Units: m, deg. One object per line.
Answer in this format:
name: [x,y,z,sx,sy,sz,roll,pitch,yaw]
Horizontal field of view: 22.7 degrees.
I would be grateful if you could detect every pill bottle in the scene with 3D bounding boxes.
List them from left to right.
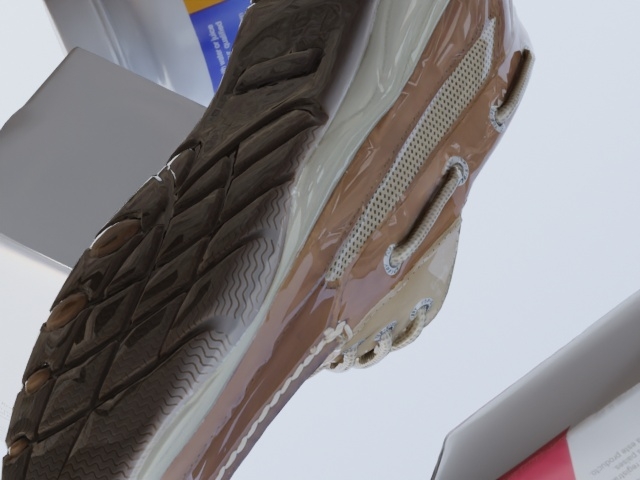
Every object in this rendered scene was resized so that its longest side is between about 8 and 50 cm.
pill bottle: [-0.073,-0.193,1.254,0.272,0.152,0.152,-23,-153,-8]

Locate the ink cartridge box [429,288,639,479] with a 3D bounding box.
ink cartridge box: [0.239,0.184,0.898,0.226,0.306,0.131,-40,-169,25]

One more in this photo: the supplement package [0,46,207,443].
supplement package: [-0.154,0.038,1.188,0.175,0.293,0.177,26,-125,12]

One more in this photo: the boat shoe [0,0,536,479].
boat shoe: [0.000,0.000,0.607,0.123,0.116,0.324,-3,-131,52]
